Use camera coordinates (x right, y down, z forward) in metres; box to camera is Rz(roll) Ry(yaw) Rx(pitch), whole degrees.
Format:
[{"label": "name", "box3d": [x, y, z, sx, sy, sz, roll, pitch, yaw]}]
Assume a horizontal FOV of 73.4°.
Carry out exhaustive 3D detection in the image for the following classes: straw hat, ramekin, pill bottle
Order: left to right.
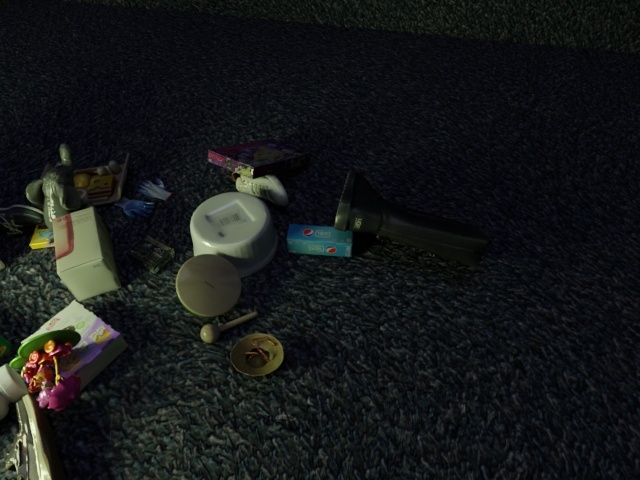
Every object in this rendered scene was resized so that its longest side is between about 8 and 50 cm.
[{"label": "pill bottle", "box3d": [-0.819, 0.394, 0.998, 0.221, 0.124, 0.124, -35, 57, -28]}, {"label": "ramekin", "box3d": [-0.277, -0.028, 1.363, 0.276, 0.135, 0.277, 0, 48, 0]}, {"label": "straw hat", "box3d": [-0.162, 0.313, 1.109, 0.144, 0.061, 0.145, 5, 32, -3]}]

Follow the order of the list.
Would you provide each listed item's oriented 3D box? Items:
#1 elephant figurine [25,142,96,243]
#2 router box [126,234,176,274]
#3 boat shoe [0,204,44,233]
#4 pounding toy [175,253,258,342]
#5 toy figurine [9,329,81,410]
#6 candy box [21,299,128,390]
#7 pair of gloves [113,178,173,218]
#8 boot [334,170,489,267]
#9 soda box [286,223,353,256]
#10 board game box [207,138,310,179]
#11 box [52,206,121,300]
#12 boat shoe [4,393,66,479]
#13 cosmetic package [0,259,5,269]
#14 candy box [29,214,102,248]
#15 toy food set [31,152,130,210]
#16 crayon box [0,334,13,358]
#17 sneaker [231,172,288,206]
[{"label": "elephant figurine", "box3d": [-0.837, -0.153, 1.370, 0.169, 0.240, 0.186, -21, 46, -20]}, {"label": "router box", "box3d": [-0.538, 0.044, 1.364, 0.122, 0.038, 0.092, 24, 53, 20]}, {"label": "boat shoe", "box3d": [-1.029, -0.068, 1.423, 0.254, 0.095, 0.079, 1, 61, 11]}, {"label": "pounding toy", "box3d": [-0.317, 0.164, 1.234, 0.182, 0.110, 0.237, -26, 82, -34]}, {"label": "toy figurine", "box3d": [-0.628, 0.321, 0.995, 0.173, 0.130, 0.159, -32, 65, 4]}, {"label": "candy box", "box3d": [-0.647, 0.275, 1.138, 0.196, 0.070, 0.165, 27, 54, 22]}, {"label": "pair of gloves", "box3d": [-0.635, -0.157, 1.554, 0.159, 0.023, 0.198, 22, 53, 19]}, {"label": "boot", "box3d": [0.283, -0.079, 1.388, 0.444, 0.146, 0.367, 12, 30, 3]}, {"label": "soda box", "box3d": [0.000, 0.000, 1.381, 0.209, 0.067, 0.071, 4, 48, 3]}, {"label": "board game box", "box3d": [-0.214, -0.306, 1.573, 0.208, 0.056, 0.346, 20, 27, 26]}, {"label": "box", "box3d": [-0.707, 0.038, 1.297, 0.126, 0.149, 0.232, -20, 51, -16]}, {"label": "boat shoe", "box3d": [-0.639, 0.474, 0.943, 0.092, 0.103, 0.285, -24, 58, -26]}, {"label": "cosmetic package", "box3d": [-1.207, -0.030, 1.196, 0.329, 0.394, 0.327, 33, 56, 25]}, {"label": "candy box", "box3d": [-0.849, -0.030, 1.438, 0.205, 0.027, 0.105, -9, 49, -7]}, {"label": "toy food set", "box3d": [-0.859, -0.225, 1.559, 0.305, 0.093, 0.220, -10, 48, -3]}, {"label": "crayon box", "box3d": [-0.991, 0.271, 1.136, 0.278, 0.081, 0.165, 22, 52, 18]}, {"label": "sneaker", "box3d": [-0.222, -0.183, 1.531, 0.123, 0.106, 0.290, -30, 44, -21]}]
